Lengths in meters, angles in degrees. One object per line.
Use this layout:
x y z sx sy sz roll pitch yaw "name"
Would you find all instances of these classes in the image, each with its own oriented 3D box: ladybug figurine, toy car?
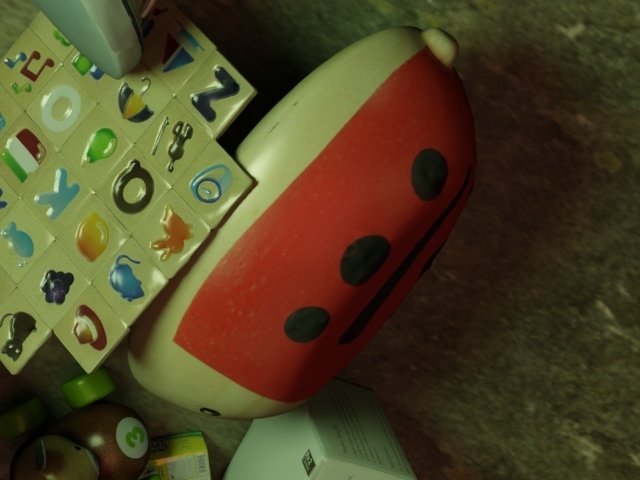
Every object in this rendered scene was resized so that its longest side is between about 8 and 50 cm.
0.000 0.000 1.641 0.449 0.162 0.305 -54 160 20 "ladybug figurine"
-0.241 0.224 1.721 0.149 0.188 0.155 -26 93 -1 "toy car"

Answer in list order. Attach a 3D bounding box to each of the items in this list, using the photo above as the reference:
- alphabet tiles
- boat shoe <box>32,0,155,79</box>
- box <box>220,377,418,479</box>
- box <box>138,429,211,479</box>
-0.216 -0.060 1.577 0.342 0.285 0.011 -49 155 12 "alphabet tiles"
-0.174 -0.270 1.411 0.156 0.136 0.367 -45 158 -13 "boat shoe"
-0.008 0.258 1.835 0.119 0.181 0.182 21 111 -23 "box"
-0.206 0.269 1.868 0.179 0.043 0.105 -10 120 -12 "box"
